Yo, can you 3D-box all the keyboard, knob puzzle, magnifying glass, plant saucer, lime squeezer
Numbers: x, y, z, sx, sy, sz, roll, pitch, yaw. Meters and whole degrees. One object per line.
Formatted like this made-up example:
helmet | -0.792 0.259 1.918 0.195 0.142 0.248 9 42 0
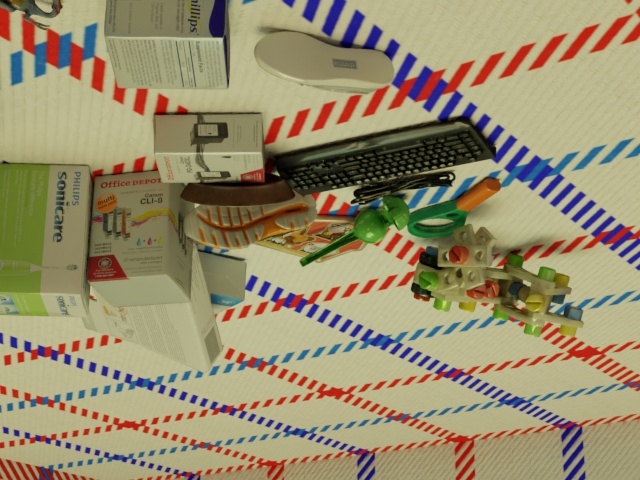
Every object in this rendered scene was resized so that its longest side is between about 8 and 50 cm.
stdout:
keyboard | 0.105 -0.105 1.964 0.317 0.033 0.201 -9 158 26
knob puzzle | 0.000 0.000 2.245 0.213 0.030 0.213 0 159 0
magnifying glass | 0.216 -0.050 2.126 0.092 0.026 0.231 9 160 -23
plant saucer | -0.121 -0.078 1.943 0.168 0.029 0.168 1 -168 0
lime squeezer | 0.080 -0.016 2.112 0.059 0.110 0.310 48 149 -9

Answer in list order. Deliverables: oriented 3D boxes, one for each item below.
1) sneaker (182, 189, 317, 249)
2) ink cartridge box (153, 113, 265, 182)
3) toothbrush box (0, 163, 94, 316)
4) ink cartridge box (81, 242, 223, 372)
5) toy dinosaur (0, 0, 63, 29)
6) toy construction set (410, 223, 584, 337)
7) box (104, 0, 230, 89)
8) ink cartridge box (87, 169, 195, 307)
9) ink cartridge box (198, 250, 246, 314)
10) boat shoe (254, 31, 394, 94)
sneaker | -0.113 -0.028 2.062 0.215 0.084 0.083 -7 175 -25
ink cartridge box | -0.154 -0.127 1.854 0.150 0.063 0.109 -1 160 0
toothbrush box | -0.487 -0.001 1.990 0.283 0.206 0.122 0 159 -3
ink cartridge box | -0.313 0.082 2.280 0.261 0.066 0.296 19 144 21
toy dinosaur | -0.338 -0.276 1.519 0.090 0.047 0.082 27 -176 29
toy construction set | 0.284 0.074 2.242 0.215 0.151 0.328 23 178 44
box | -0.175 -0.236 1.548 0.137 0.072 0.126 1 159 -1
ink cartridge box | -0.271 -0.003 2.030 0.128 0.176 0.127 -5 157 11
ink cartridge box | -0.249 0.091 2.419 0.134 0.078 0.231 14 156 -30
boat shoe | -0.001 -0.213 1.639 0.184 0.066 0.063 -1 161 -27
